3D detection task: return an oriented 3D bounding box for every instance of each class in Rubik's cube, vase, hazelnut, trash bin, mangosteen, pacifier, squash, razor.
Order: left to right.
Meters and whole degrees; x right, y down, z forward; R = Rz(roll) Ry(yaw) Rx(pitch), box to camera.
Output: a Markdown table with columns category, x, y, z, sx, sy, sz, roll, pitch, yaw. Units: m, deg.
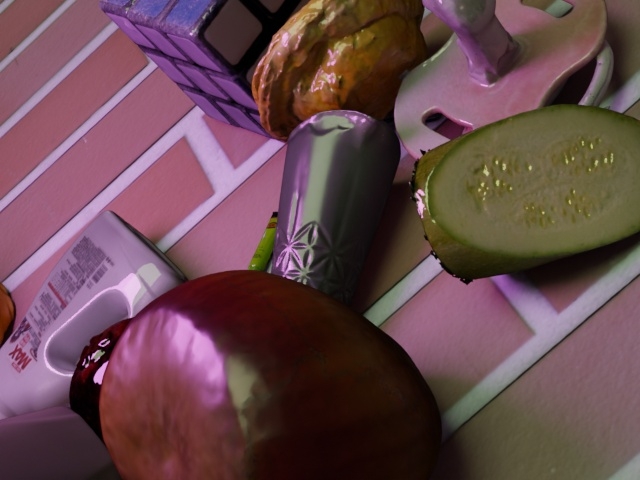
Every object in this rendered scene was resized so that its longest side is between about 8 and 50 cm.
| category | x | y | z | sx | sy | sz | roll | pitch | yaw |
| --- | --- | --- | --- | --- | --- | --- | --- | --- | --- |
| trash bin | -0.394 | 0.326 | 1.623 | 0.220 | 0.250 | 0.219 | 48 | 119 | 17 |
| mangosteen | -0.235 | 0.202 | 1.768 | 0.210 | 0.210 | 0.210 | -24 | 44 | 26 |
| Rubik's cube | -0.100 | -0.361 | 2.040 | 0.301 | 0.304 | 0.305 | -54 | 38 | -8 |
| hazelnut | -0.056 | 0.215 | 1.510 | 0.359 | 0.359 | 0.409 | -51 | 35 | -6 |
| vase | 0.000 | 0.000 | 1.775 | 0.251 | 0.156 | 0.301 | 143 | 143 | -65 |
| razor | 0.104 | -0.165 | 1.906 | 0.154 | 0.028 | 0.044 | -18 | 47 | 31 |
| pacifier | 0.225 | -0.242 | 1.722 | 0.332 | 0.273 | 0.220 | -51 | 11 | -6 |
| squash | 0.262 | -0.067 | 1.555 | 0.260 | 0.189 | 0.189 | -20 | 46 | 32 |

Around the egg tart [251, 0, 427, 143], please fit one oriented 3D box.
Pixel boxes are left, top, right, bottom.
| category | x | y | z | sx | sy | sz | roll | pitch | yaw |
| --- | --- | --- | --- | --- | --- | --- | --- | --- | --- |
| egg tart | 0.051 | -0.243 | 1.851 | 0.319 | 0.319 | 0.128 | -45 | 67 | 2 |

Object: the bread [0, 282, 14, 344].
| category | x | y | z | sx | sy | sz | roll | pitch | yaw |
| --- | --- | --- | --- | --- | --- | --- | --- | --- | --- |
| bread | -0.718 | 0.149 | 2.118 | 0.361 | 0.394 | 0.250 | -46 | 55 | -4 |

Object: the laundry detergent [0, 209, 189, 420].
| category | x | y | z | sx | sy | sz | roll | pitch | yaw |
| --- | --- | --- | --- | --- | --- | --- | --- | --- | --- |
| laundry detergent | -0.381 | 0.162 | 1.992 | 0.398 | 0.125 | 0.264 | -50 | 40 | -2 |

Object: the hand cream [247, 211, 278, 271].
| category | x | y | z | sx | sy | sz | roll | pitch | yaw |
| --- | --- | --- | --- | --- | --- | --- | --- | --- | --- |
| hand cream | -0.078 | 0.007 | 1.929 | 0.036 | 0.023 | 0.122 | -3 | 52 | 41 |
